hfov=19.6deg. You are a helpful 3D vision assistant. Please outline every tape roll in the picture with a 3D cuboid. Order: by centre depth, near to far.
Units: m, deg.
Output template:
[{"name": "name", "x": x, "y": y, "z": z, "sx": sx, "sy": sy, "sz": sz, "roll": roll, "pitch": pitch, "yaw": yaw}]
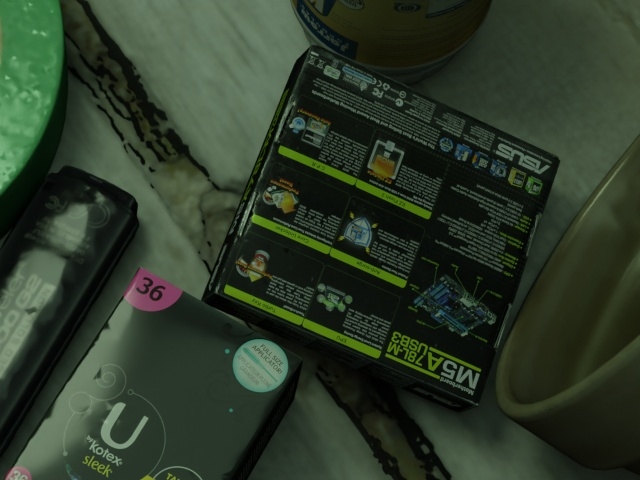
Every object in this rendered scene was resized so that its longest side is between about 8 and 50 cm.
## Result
[{"name": "tape roll", "x": -0.331, "y": -0.117, "z": 1.243, "sx": 0.321, "sy": 0.077, "sz": 0.321, "roll": 2, "pitch": 72, "yaw": -5}]

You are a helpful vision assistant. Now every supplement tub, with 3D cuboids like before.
[{"name": "supplement tub", "x": 0.051, "y": -0.198, "z": 1.232, "sx": 0.144, "sy": 0.199, "sz": 0.144, "roll": 1, "pitch": 70, "yaw": -3}]

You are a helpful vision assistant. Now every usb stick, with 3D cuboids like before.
[{"name": "usb stick", "x": -0.211, "y": 0.077, "z": 1.204, "sx": 0.077, "sy": 0.045, "sz": 0.278, "roll": 25, "pitch": 71, "yaw": 13}]

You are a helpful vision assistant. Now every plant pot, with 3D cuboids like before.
[{"name": "plant pot", "x": 0.315, "y": 0.054, "z": 1.127, "sx": 0.280, "sy": 0.323, "sz": 0.323, "roll": 36, "pitch": 72, "yaw": -8}]

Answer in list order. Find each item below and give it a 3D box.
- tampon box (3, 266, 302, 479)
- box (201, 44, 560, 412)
[{"name": "tampon box", "x": -0.102, "y": 0.123, "z": 1.162, "sx": 0.120, "sy": 0.101, "sz": 0.161, "roll": 29, "pitch": 71, "yaw": 6}, {"name": "box", "x": 0.043, "y": -0.007, "z": 1.209, "sx": 0.191, "sy": 0.045, "sz": 0.184, "roll": 23, "pitch": 75, "yaw": -11}]
